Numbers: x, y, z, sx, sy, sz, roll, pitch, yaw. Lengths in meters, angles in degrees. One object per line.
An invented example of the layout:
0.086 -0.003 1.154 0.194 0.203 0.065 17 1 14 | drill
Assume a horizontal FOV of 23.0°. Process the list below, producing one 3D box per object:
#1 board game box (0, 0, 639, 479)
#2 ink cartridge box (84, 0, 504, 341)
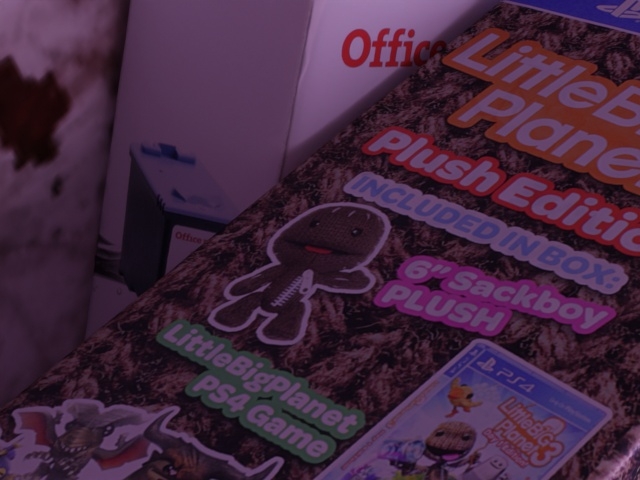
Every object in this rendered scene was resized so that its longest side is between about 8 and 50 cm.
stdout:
0.052 0.097 0.460 0.291 0.141 0.232 -41 135 -31 | board game box
0.000 0.000 0.533 0.139 0.082 0.191 -8 112 -49 | ink cartridge box
